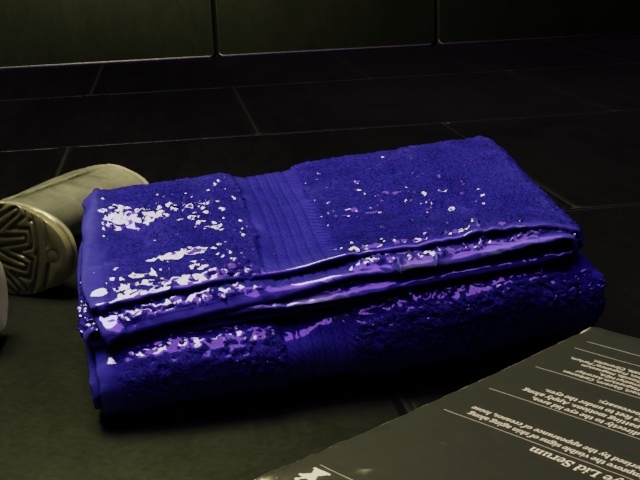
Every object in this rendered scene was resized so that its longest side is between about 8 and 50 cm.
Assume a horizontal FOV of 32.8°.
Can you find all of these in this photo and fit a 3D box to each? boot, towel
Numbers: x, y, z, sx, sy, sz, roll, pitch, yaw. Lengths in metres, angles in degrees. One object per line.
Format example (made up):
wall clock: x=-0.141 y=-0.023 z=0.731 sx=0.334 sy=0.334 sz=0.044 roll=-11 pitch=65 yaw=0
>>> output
boot: x=-0.216 y=-0.016 z=0.923 sx=0.189 sy=0.076 sz=0.208 roll=10 pitch=13 yaw=31
towel: x=0.000 y=0.000 z=0.694 sx=0.308 sy=0.076 sz=0.227 roll=-9 pitch=31 yaw=-9

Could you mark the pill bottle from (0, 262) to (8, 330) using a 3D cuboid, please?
pill bottle: x=-0.269 y=0.040 z=0.713 sx=0.116 sy=0.065 sz=0.065 roll=-3 pitch=16 yaw=-5

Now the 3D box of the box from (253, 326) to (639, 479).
box: x=0.133 y=0.120 z=0.303 sx=0.184 sy=0.103 sz=0.261 roll=-12 pitch=19 yaw=-41
